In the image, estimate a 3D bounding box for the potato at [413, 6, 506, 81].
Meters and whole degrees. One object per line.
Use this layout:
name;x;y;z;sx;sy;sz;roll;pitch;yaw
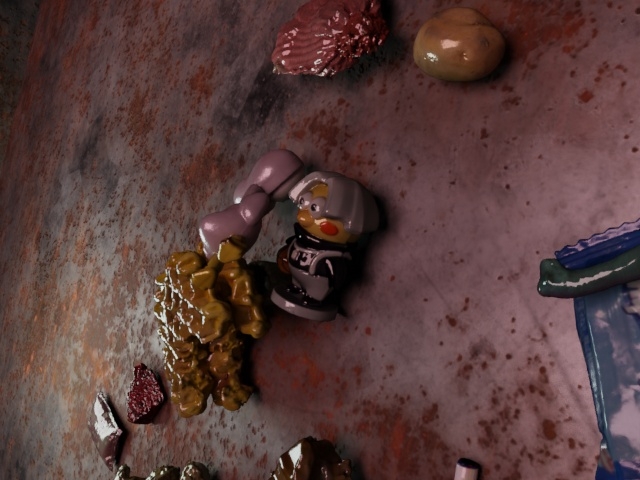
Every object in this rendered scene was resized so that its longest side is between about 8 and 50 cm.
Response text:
potato;0.205;-0.290;0.879;0.147;0.112;0.112;28;101;41

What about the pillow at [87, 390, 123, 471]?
pillow;-0.548;0.477;1.487;0.185;0.043;0.118;31;105;44

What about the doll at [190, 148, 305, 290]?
doll;-0.121;-0.059;1.028;0.094;0.365;0.160;43;122;-8

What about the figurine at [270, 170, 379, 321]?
figurine;0.000;0.000;0.996;0.176;0.133;0.236;31;107;46

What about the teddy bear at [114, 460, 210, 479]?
teddy bear;-0.350;0.570;1.194;0.256;0.156;0.267;-4;78;47

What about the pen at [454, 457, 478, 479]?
pen;0.178;0.430;0.789;0.033;0.033;0.269;6;85;45

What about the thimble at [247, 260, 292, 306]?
thimble;-0.105;0.081;1.126;0.110;0.062;0.084;6;87;45

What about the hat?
hat;0.034;-0.377;1.062;0.236;0.107;0.286;-57;35;6

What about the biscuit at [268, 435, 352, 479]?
biscuit;0.021;0.488;0.856;0.366;0.115;0.268;43;116;49

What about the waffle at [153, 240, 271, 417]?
waffle;-0.208;0.162;1.100;0.261;0.151;0.324;56;139;38

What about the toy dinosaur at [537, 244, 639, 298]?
toy dinosaur;0.422;0.079;0.516;0.331;0.129;0.383;-37;47;16

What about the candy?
candy;0.355;0.122;0.641;0.187;0.077;0.331;-24;53;38

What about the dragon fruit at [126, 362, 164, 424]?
dragon fruit;-0.414;0.361;1.387;0.097;0.063;0.131;-31;57;-6
